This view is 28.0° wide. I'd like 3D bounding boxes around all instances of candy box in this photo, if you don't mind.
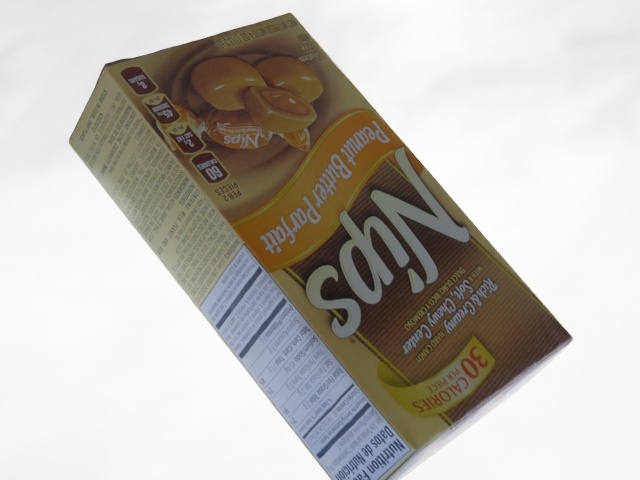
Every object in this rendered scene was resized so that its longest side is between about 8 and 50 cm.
[{"bbox_3d":[0.000,0.000,0.864,0.183,0.087,0.316,-27,-109,-43],"label":"candy box"}]
